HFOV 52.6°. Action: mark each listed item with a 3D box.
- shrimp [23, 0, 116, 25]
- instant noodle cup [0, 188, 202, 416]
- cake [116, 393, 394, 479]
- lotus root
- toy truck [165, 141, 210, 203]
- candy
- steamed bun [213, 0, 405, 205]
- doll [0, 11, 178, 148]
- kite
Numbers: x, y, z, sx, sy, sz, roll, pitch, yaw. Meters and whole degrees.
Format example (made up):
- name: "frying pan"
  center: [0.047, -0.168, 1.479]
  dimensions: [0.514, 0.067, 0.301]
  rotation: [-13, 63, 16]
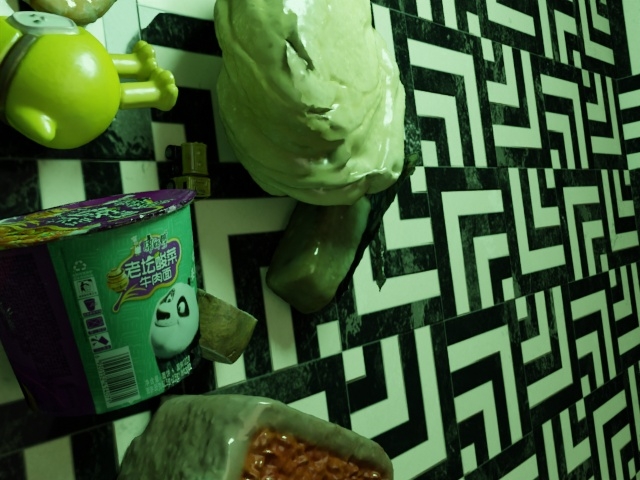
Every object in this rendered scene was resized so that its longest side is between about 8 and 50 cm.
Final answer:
- name: "shrimp"
  center: [-0.294, -0.403, 0.844]
  dimensions: [0.169, 0.058, 0.296]
  rotation: [52, 54, -25]
- name: "instant noodle cup"
  center: [-0.240, 0.062, 0.704]
  dimensions: [0.251, 0.251, 0.190]
  rotation: [-23, 109, -46]
- name: "cake"
  center: [-0.086, 0.338, 0.821]
  dimensions: [0.308, 0.230, 0.237]
  rotation: [36, 58, -37]
- name: "lotus root"
  center: [-0.148, 0.113, 0.873]
  dimensions: [0.122, 0.112, 0.081]
  rotation: [37, 65, -38]
- name: "toy truck"
  center: [-0.183, -0.094, 0.909]
  dimensions: [0.049, 0.054, 0.083]
  rotation: [2, 84, -47]
- name: "candy"
  center: [0.000, 0.000, 1.057]
  dimensions: [0.104, 0.102, 0.234]
  rotation: [42, 53, -34]
- name: "steamed bun"
  center: [-0.026, -0.238, 0.970]
  dimensions: [0.372, 0.230, 0.325]
  rotation: [58, 47, -26]
- name: "doll"
  center: [-0.347, -0.174, 0.709]
  dimensions: [0.362, 0.145, 0.199]
  rotation: [-13, 54, -38]
- name: "kite"
  center: [0.091, -0.023, 1.053]
  dimensions: [0.011, 0.335, 0.314]
  rotation: [16, 39, -10]
